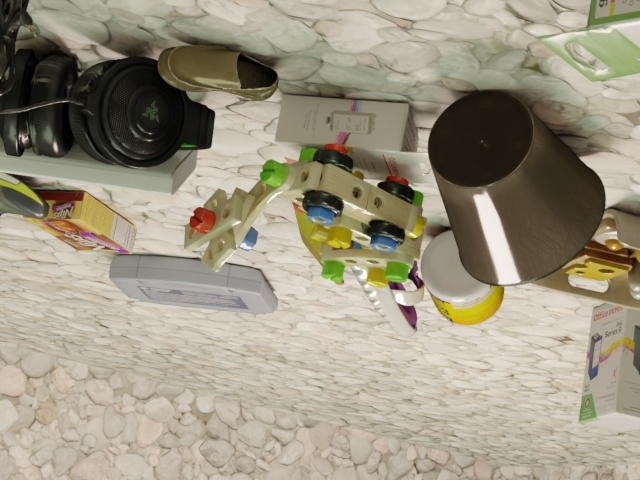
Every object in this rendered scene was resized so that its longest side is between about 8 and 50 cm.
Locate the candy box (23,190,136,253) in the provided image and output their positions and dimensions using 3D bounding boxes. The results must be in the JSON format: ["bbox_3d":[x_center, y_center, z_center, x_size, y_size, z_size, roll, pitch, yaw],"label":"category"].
[{"bbox_3d":[-0.396,-0.029,2.320,0.109,0.053,0.187,2,162,21],"label":"candy box"}]

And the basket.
[{"bbox_3d":[0.222,-0.068,1.673,0.204,0.154,0.227,-37,146,5],"label":"basket"}]

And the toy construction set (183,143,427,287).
[{"bbox_3d":[-0.001,-0.028,1.732,0.328,0.151,0.215,7,171,-38],"label":"toy construction set"}]

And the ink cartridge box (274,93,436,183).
[{"bbox_3d":[0.054,-0.124,1.727,0.198,0.067,0.115,7,165,12],"label":"ink cartridge box"}]

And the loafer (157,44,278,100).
[{"bbox_3d":[-0.112,-0.196,1.592,0.148,0.056,0.050,5,167,-26],"label":"loafer"}]

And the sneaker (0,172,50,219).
[{"bbox_3d":[-0.573,-0.049,2.212,0.300,0.121,0.111,5,164,11],"label":"sneaker"}]

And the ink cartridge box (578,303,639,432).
[{"bbox_3d":[0.523,0.211,2.394,0.093,0.212,0.154,15,164,-11],"label":"ink cartridge box"}]

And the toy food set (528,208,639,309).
[{"bbox_3d":[0.462,0.046,2.061,0.220,0.092,0.306,13,163,-16],"label":"toy food set"}]

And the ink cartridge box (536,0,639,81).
[{"bbox_3d":[0.320,-0.208,1.297,0.209,0.062,0.109,-5,159,41],"label":"ink cartridge box"}]

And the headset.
[{"bbox_3d":[-0.277,-0.183,1.648,0.243,0.185,0.394,6,180,22],"label":"headset"}]

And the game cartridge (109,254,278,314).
[{"bbox_3d":[-0.238,0.082,2.632,0.294,0.060,0.196,6,167,10],"label":"game cartridge"}]

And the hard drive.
[{"bbox_3d":[-0.330,-0.115,1.849,0.308,0.040,0.203,8,-166,2],"label":"hard drive"}]

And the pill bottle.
[{"bbox_3d":[0.227,0.066,2.207,0.117,0.117,0.215,4,164,14],"label":"pill bottle"}]

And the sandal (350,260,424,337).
[{"bbox_3d":[0.113,0.045,2.196,0.102,0.169,0.416,-28,158,5],"label":"sandal"}]

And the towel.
[{"bbox_3d":[0.000,0.000,2.166,0.102,0.021,0.237,51,172,15],"label":"towel"}]
